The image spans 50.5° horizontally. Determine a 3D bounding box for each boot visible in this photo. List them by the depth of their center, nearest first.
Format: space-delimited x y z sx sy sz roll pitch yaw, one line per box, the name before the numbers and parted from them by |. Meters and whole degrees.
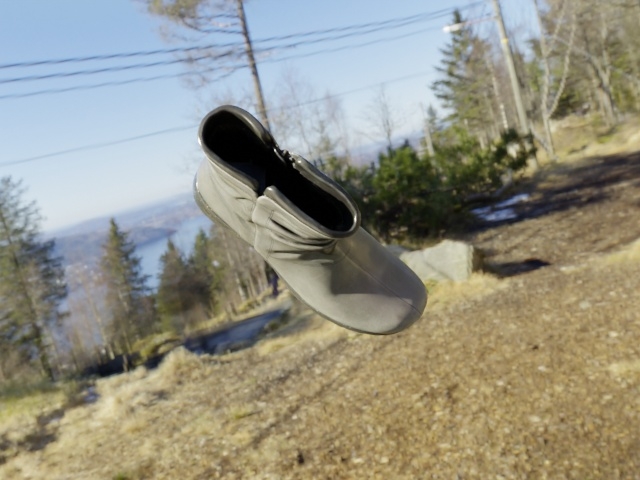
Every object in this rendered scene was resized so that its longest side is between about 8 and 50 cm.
boot | 0.000 0.000 0.537 0.083 0.246 0.161 -57 9 -12
